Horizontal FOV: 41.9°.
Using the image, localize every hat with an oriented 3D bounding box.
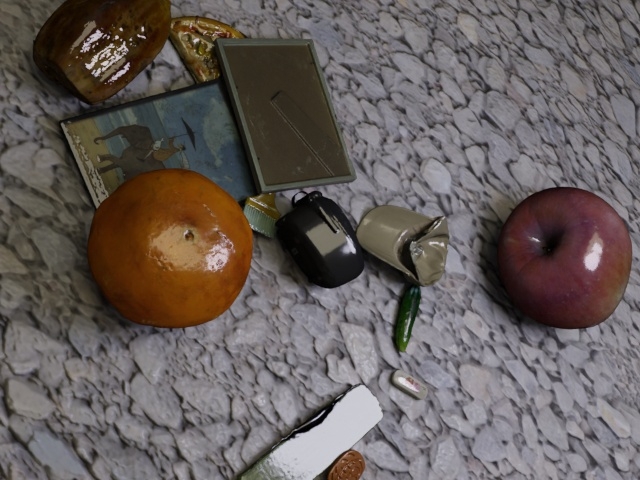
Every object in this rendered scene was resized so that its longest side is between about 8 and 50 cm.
[{"bbox_3d":[0.170,0.017,1.760,0.173,0.144,0.166,13,57,27],"label":"hat"}]

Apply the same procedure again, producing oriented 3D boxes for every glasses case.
[{"bbox_3d":[0.179,0.290,1.677,0.083,0.021,0.032,33,59,-12],"label":"glasses case"}]

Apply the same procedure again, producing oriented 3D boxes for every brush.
[{"bbox_3d":[-0.100,-0.109,1.675,0.083,0.010,0.218,29,58,-24],"label":"brush"}]

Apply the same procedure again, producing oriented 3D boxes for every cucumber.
[{"bbox_3d":[0.181,0.149,1.722,0.039,0.039,0.167,25,64,-17],"label":"cucumber"}]

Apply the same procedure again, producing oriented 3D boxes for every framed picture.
[{"bbox_3d":[-0.289,-0.154,1.599,0.347,0.016,0.264,-21,87,-31],"label":"framed picture"},{"bbox_3d":[-0.071,-0.266,1.733,0.247,0.022,0.334,-11,79,-37],"label":"framed picture"}]

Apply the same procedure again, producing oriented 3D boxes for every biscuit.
[{"bbox_3d":[-0.014,0.378,1.541,0.322,0.038,0.099,-33,92,-32],"label":"biscuit"},{"bbox_3d":[0.050,0.433,1.548,0.091,0.015,0.078,-46,119,-25],"label":"biscuit"}]

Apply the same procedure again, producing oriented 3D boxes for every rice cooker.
[{"bbox_3d":[0.000,-0.001,1.628,0.118,0.142,0.203,-34,90,-21],"label":"rice cooker"}]

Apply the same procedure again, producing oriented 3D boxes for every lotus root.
[{"bbox_3d":[-0.401,-0.385,1.561,0.193,0.193,0.291,42,62,-7],"label":"lotus root"}]

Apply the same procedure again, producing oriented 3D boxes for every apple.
[{"bbox_3d":[0.529,0.039,1.798,0.235,0.306,0.305,26,59,-44],"label":"apple"}]

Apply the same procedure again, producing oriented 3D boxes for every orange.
[{"bbox_3d":[-0.257,0.013,1.440,0.284,0.226,0.283,8,71,-24],"label":"orange"}]

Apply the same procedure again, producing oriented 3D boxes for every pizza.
[{"bbox_3d":[-0.243,-0.384,1.707,0.185,0.036,0.176,17,65,-20],"label":"pizza"}]
